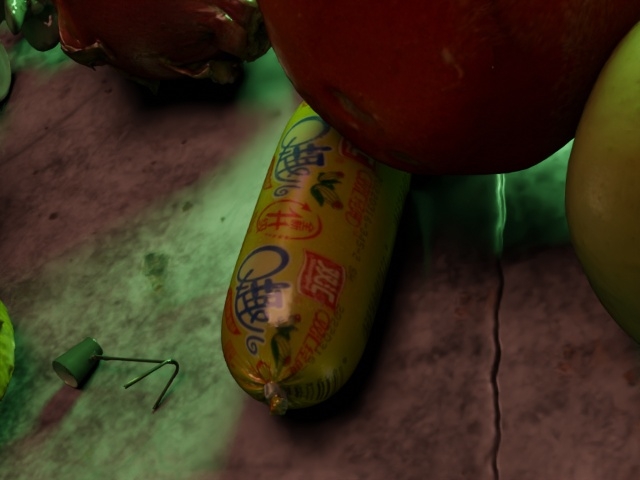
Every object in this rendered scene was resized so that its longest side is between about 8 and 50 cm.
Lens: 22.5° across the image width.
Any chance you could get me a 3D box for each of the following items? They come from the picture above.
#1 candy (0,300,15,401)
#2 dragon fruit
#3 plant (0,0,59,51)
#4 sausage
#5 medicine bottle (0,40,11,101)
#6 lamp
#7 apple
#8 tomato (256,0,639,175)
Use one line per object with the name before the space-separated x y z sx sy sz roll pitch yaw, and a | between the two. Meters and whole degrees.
candy | -0.402 0.123 1.472 0.260 0.118 0.260 -19 42 18
dragon fruit | -0.168 -0.275 1.636 0.250 0.250 0.315 -31 61 1
plant | -0.351 -0.322 1.842 0.149 0.146 0.274 -42 38 8
sausage | 0.000 0.000 1.345 0.123 0.123 0.347 -5 48 27
medicine bottle | -0.480 -0.172 1.813 0.260 0.095 0.095 -10 46 21
lamp | -0.181 0.111 1.415 0.121 0.041 0.054 15 50 43
apple | 0.318 -0.058 1.131 0.258 0.233 0.295 20 64 46
tomato | 0.116 -0.219 1.267 0.293 0.290 0.325 -31 82 -23
